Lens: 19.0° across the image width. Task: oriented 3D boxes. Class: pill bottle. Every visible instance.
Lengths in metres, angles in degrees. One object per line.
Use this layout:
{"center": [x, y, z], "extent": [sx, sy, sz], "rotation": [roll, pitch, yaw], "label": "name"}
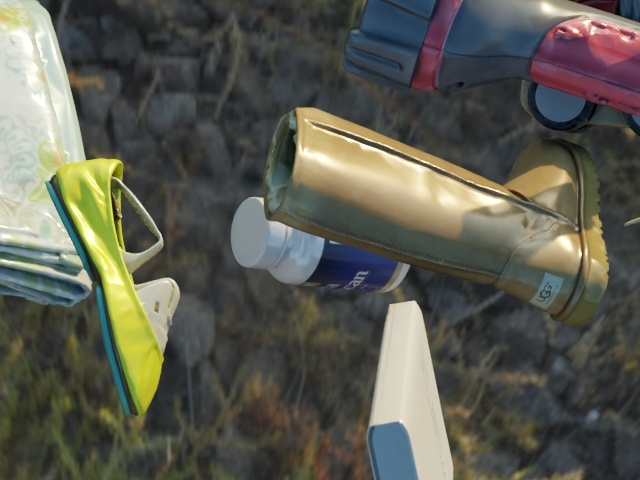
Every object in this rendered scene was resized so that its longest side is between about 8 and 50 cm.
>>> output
{"center": [0.000, 0.000, 1.902], "extent": [0.169, 0.094, 0.094], "rotation": [7, 66, -33], "label": "pill bottle"}

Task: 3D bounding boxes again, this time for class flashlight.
{"center": [0.170, -0.105, 1.177], "extent": [0.304, 0.103, 0.103], "rotation": [19, 78, 4], "label": "flashlight"}

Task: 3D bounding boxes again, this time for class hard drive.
{"center": [0.089, 0.204, 1.815], "extent": [0.040, 0.307, 0.203], "rotation": [-10, 107, 9], "label": "hard drive"}

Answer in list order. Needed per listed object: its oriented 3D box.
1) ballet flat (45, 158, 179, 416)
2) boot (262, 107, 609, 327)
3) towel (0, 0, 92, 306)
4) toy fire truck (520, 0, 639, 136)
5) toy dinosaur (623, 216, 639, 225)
{"center": [-0.160, 0.031, 1.585], "extent": [0.077, 0.077, 0.231], "rotation": [-19, 68, -6], "label": "ballet flat"}
{"center": [0.090, -0.050, 1.526], "extent": [0.269, 0.089, 0.236], "rotation": [20, 26, -14], "label": "boot"}
{"center": [-0.382, -0.109, 1.808], "extent": [0.320, 0.090, 0.374], "rotation": [8, 48, -34], "label": "towel"}
{"center": [0.284, -0.205, 1.590], "extent": [0.217, 0.158, 0.246], "rotation": [7, 93, 15], "label": "toy fire truck"}
{"center": [0.278, 0.003, 1.258], "extent": [0.092, 0.053, 0.183], "rotation": [-22, 38, -14], "label": "toy dinosaur"}
